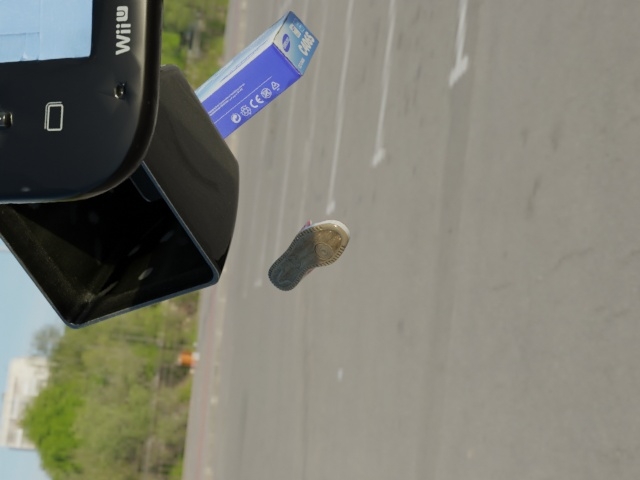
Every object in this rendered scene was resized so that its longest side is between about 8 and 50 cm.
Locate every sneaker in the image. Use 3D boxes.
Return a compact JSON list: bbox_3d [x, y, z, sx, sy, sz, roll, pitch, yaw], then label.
[{"bbox_3d":[0.000,0.000,1.026,0.118,0.042,0.067,-37,7,47],"label":"sneaker"}]

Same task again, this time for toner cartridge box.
[{"bbox_3d":[-0.164,-0.221,1.767,0.347,0.075,0.165,-35,18,24],"label":"toner cartridge box"}]

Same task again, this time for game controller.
[{"bbox_3d":[-0.159,-0.177,0.585,0.067,0.166,0.319,15,-106,-64],"label":"game controller"}]

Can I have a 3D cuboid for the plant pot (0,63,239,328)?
[{"bbox_3d":[-0.182,-0.057,1.002,0.187,0.188,0.167,59,-148,-21],"label":"plant pot"}]
